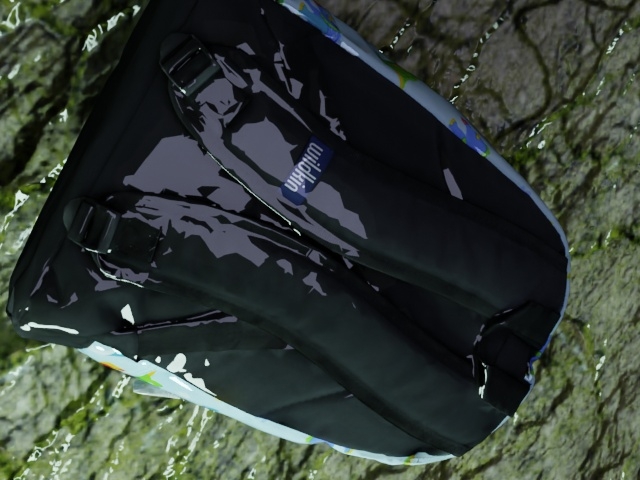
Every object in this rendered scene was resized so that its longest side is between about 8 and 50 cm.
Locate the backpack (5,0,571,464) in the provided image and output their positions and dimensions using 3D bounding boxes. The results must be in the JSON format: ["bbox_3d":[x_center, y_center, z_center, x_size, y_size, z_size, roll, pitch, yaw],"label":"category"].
[{"bbox_3d":[0.000,0.000,1.224,0.355,0.273,0.290,27,90,-13],"label":"backpack"}]
